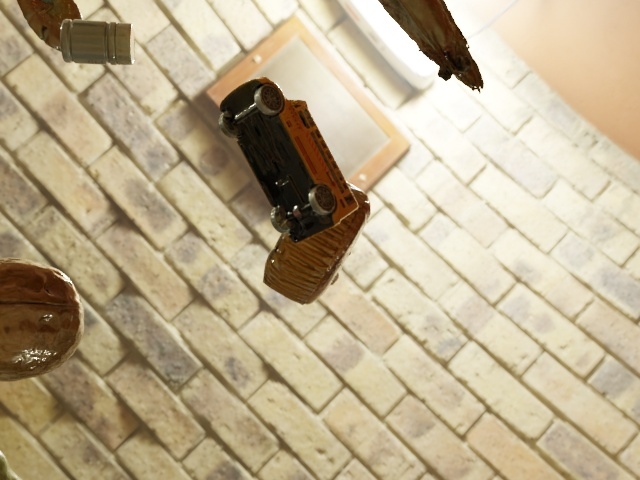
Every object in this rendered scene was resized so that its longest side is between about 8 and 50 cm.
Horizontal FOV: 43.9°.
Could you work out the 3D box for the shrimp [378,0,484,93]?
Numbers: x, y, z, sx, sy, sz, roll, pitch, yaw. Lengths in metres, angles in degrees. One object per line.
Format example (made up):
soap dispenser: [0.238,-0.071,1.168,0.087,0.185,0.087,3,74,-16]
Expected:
shrimp: [0.128,-0.314,1.032,0.062,0.154,0.294,-27,-80,37]

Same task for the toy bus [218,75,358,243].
toy bus: [-0.031,-0.084,0.789,0.069,0.074,0.162,-24,-84,42]

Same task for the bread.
bread: [0.000,0.001,1.164,0.104,0.199,0.199,32,-14,1]

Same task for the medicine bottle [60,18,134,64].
medicine bottle: [-0.300,-0.268,1.075,0.058,0.091,0.058,-179,-90,-82]

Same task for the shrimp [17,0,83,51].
shrimp: [-0.555,-0.497,1.571,0.061,0.145,0.267,-14,-84,33]

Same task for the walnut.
walnut: [-0.418,0.107,1.079,0.167,0.167,0.207,39,13,31]

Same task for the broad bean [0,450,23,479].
broad bean: [-0.424,0.315,0.983,0.124,0.082,0.175,1,-49,9]
